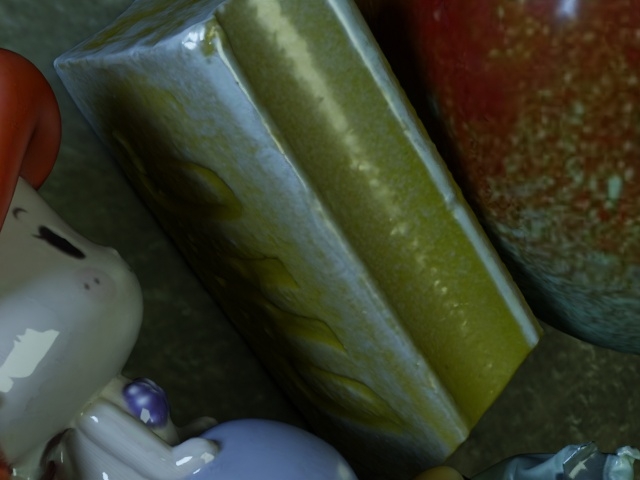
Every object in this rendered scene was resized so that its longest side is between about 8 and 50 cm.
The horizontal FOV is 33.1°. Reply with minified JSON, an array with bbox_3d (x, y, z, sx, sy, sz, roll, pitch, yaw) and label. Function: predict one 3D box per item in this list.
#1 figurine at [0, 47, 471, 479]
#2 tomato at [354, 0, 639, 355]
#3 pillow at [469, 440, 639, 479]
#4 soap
[{"bbox_3d":[-0.093,0.079,0.364,0.257,0.208,0.181,38,30,-1],"label":"figurine"},{"bbox_3d":[0.155,-0.106,0.485,0.303,0.239,0.303,-6,101,-31],"label":"tomato"},{"bbox_3d":[0.069,0.256,0.480,0.283,0.138,0.310,-47,142,-22],"label":"pillow"},{"bbox_3d":[0.000,0.000,0.448,0.073,0.140,0.232,-42,115,-20],"label":"soap"}]
